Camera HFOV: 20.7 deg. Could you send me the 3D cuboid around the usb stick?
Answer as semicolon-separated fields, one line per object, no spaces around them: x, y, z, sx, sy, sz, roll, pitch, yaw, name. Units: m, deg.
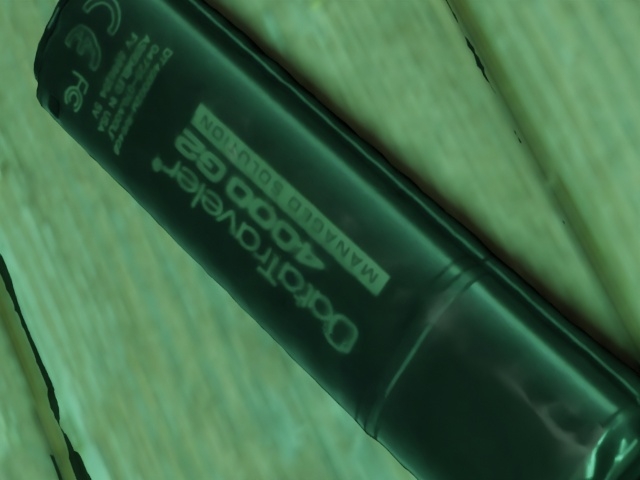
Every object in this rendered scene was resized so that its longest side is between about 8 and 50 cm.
0.000;0.000;0.594;0.278;0.045;0.077;43;116;27;usb stick
